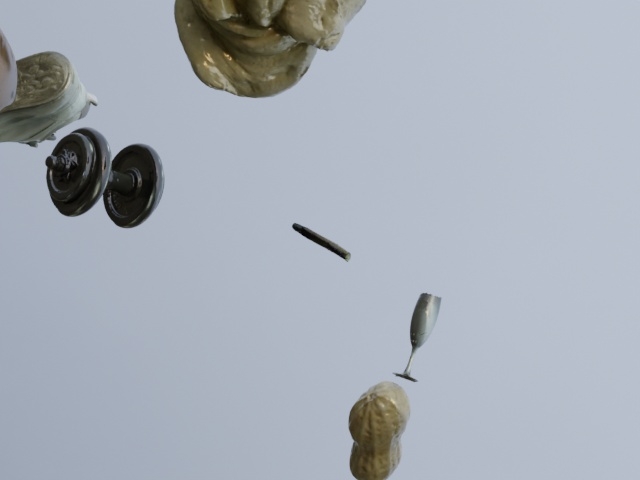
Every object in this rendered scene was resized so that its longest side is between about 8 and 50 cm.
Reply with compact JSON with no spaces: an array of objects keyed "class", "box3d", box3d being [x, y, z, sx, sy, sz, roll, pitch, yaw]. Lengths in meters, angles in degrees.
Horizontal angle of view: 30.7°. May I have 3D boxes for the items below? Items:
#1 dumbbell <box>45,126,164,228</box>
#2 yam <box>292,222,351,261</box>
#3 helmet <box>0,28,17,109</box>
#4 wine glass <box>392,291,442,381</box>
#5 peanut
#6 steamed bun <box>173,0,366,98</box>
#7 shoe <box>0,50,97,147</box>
[{"class":"dumbbell","box3d":[-0.447,-0.128,2.429,0.290,0.192,0.192,16,5,-46]},{"class":"yam","box3d":[0.000,0.000,1.509,0.107,0.014,0.014,30,-28,38]},{"class":"helmet","box3d":[-0.487,-0.221,1.436,0.198,0.224,0.130,47,-28,17]},{"class":"wine glass","box3d":[0.218,0.214,2.610,0.066,0.198,0.066,17,-14,4]},{"class":"peanut","box3d":[0.111,0.397,2.368,0.124,0.124,0.256,33,-51,30]},{"class":"steamed bun","box3d":[-0.099,-0.423,1.901,0.372,0.230,0.324,-35,-94,34]},{"class":"shoe","box3d":[-0.516,-0.214,1.975,0.316,0.124,0.159,-15,-21,21]}]
